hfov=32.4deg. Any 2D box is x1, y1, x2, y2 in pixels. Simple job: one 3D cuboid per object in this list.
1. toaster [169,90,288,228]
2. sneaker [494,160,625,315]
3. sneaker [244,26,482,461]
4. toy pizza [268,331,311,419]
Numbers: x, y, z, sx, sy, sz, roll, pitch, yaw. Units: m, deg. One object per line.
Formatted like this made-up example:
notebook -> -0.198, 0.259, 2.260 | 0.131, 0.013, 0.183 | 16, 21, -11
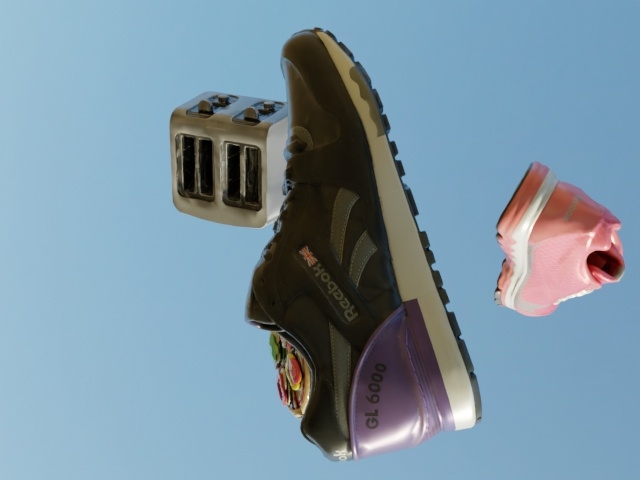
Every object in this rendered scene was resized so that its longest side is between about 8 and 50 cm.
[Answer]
toaster -> -0.116, -0.108, 1.546 | 0.168, 0.110, 0.185 | 13, -65, 27
sneaker -> 0.285, 0.031, 1.291 | 0.136, 0.314, 0.116 | 27, -105, 21
sneaker -> 0.000, 0.000, 0.707 | 0.107, 0.124, 0.283 | 84, -12, -77
toy pizza -> -0.051, 0.197, 1.825 | 0.201, 0.032, 0.201 | 175, -90, -72
